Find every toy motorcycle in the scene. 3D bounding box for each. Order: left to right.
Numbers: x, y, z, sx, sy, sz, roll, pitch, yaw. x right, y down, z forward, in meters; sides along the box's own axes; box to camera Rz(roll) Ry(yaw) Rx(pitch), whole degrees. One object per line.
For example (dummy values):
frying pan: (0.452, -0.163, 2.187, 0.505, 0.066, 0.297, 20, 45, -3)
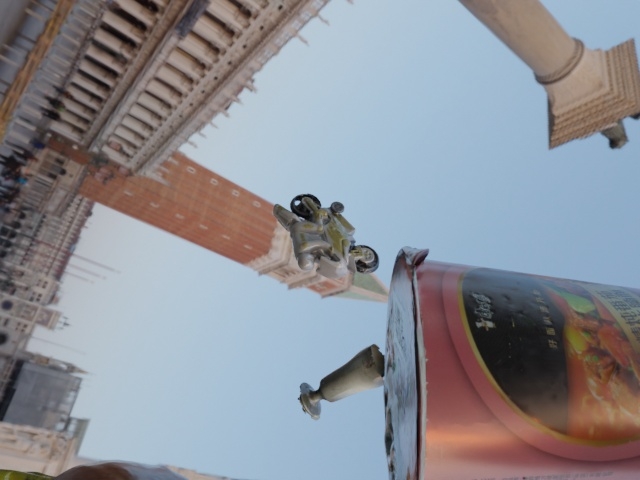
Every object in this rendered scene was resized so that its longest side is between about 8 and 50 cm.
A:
toy motorcycle: (0.000, 0.000, 0.982, 0.151, 0.229, 0.074, -35, 160, -33)

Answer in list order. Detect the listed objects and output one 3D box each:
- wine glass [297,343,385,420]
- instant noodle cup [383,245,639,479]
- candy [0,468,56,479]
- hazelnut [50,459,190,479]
wine glass: (0.040, 0.238, 0.863, 0.155, 0.072, 0.072, -33, -142, 17)
instant noodle cup: (0.185, 0.123, 0.428, 0.244, 0.255, 0.244, 0, 90, -88)
candy: (-0.420, 0.410, 0.786, 0.081, 0.297, 0.187, -63, 169, -48)
hazelnut: (-0.132, 0.216, 0.351, 0.150, 0.150, 0.150, -38, -143, 37)
